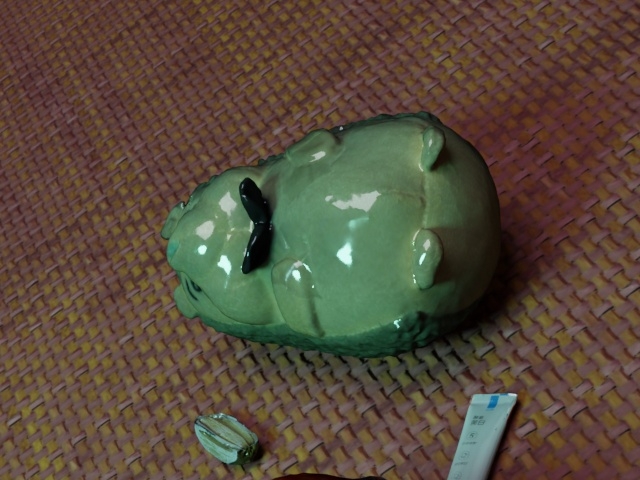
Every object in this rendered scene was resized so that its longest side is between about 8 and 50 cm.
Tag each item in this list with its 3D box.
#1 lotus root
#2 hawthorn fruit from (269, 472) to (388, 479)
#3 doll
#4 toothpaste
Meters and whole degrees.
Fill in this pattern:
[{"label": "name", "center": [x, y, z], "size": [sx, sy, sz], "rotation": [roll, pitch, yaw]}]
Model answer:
[{"label": "lotus root", "center": [-0.092, 0.199, 1.503], "size": [0.037, 0.030, 0.083], "rotation": [-21, 32, -34]}, {"label": "hawthorn fruit", "center": [0.015, 0.322, 1.121], "size": [0.295, 0.295, 0.311], "rotation": [-14, 45, 25]}, {"label": "doll", "center": [0.000, 0.000, 1.473], "size": [0.349, 0.247, 0.247], "rotation": [-9, 46, 40]}, {"label": "toothpaste", "center": [0.128, 0.213, 1.329], "size": [0.048, 0.031, 0.190], "rotation": [-7, 44, 36]}]
